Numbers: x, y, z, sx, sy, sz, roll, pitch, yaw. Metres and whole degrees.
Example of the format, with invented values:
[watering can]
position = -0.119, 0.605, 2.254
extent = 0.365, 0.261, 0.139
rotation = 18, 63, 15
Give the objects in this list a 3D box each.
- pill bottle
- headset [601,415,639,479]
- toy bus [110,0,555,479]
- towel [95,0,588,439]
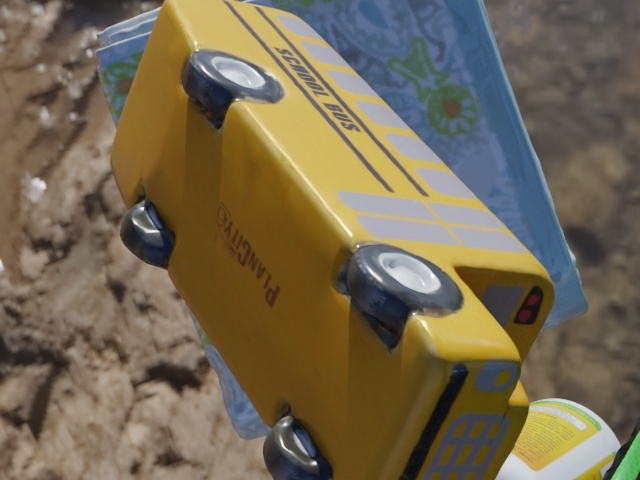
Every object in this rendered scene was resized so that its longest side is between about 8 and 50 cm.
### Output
[pill bottle]
position = 0.170, 0.239, 1.465
extent = 0.136, 0.136, 0.245
rotation = 30, 26, 26
[headset]
position = 0.216, 0.000, 0.559
extent = 0.185, 0.243, 0.394
rotation = 31, 104, 11
[toy bus]
position = 0.000, 0.000, 0.782
extent = 0.130, 0.108, 0.333
rotation = 7, 29, -35
[towel]
position = 0.017, -0.057, 1.341
extent = 0.320, 0.090, 0.375
rotation = -20, 96, 5
